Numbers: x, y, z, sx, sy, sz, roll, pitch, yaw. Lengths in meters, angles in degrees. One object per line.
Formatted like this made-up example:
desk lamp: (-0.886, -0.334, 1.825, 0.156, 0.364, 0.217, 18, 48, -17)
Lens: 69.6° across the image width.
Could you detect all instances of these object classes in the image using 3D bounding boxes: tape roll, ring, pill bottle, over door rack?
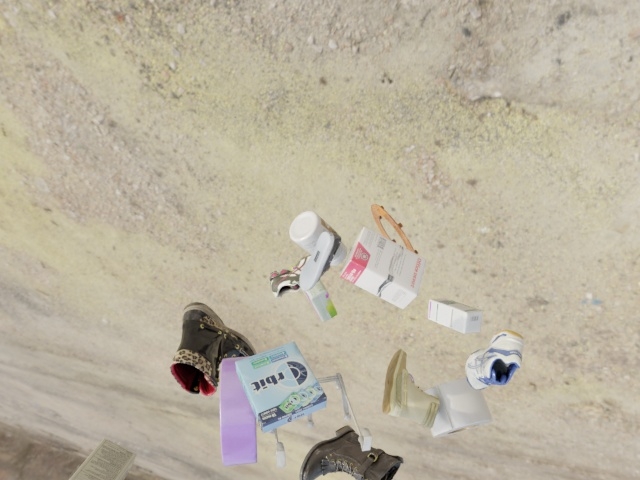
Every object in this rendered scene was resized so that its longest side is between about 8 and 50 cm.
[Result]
tape roll: (-0.220, 0.460, 1.255, 0.090, 0.275, 0.275, -2, 145, -8)
ring: (0.330, -0.026, 2.024, 0.337, 0.032, 0.336, 56, 175, 8)
pill bottle: (0.000, 0.000, 1.726, 0.131, 0.131, 0.229, -9, 145, 35)
over door rack: (-0.022, 0.489, 1.251, 0.239, 0.324, 0.108, -6, 105, -10)
tape roll: (0.538, 0.666, 1.834, 0.245, 0.169, 0.246, -11, 151, -6)

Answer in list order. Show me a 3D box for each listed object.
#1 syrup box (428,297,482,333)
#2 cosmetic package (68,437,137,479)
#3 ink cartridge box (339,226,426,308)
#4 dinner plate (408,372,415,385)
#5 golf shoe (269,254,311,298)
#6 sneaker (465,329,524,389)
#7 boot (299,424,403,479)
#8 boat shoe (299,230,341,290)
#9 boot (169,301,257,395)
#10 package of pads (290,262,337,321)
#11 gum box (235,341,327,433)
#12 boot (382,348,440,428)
syrup box: (0.579, 0.323, 1.999, 0.093, 0.097, 0.236, 0, -172, -27)
cosmetic package: (-0.822, 0.891, 1.670, 0.153, 0.296, 0.129, 28, 108, 1)
ink cartridge box: (0.206, 0.088, 1.490, 0.237, 0.172, 0.100, 28, 137, -2)
dinner plate: (0.366, 0.649, 2.015, 0.017, 0.141, 0.141, 0, 142, 47)
golf shoe: (-0.077, 0.149, 1.877, 0.272, 0.120, 0.105, -27, 128, 9)
sneaker: (0.544, 0.413, 1.472, 0.111, 0.131, 0.297, 19, 133, 5)
boot: (0.092, 0.686, 1.385, 0.228, 0.262, 0.091, 21, 130, 45)
boat shoe: (0.004, 0.072, 1.541, 0.076, 0.080, 0.229, 7, 114, -40)
boot: (-0.373, 0.429, 1.642, 0.138, 0.284, 0.378, -27, 118, 16)
package of pads: (-0.033, 0.249, 2.289, 0.229, 0.101, 0.297, 54, 171, 35)
gum box: (-0.095, 0.335, 1.074, 0.156, 0.184, 0.041, -15, 128, -23)
boot: (0.353, 0.561, 1.754, 0.203, 0.262, 0.095, 21, 139, -4)
